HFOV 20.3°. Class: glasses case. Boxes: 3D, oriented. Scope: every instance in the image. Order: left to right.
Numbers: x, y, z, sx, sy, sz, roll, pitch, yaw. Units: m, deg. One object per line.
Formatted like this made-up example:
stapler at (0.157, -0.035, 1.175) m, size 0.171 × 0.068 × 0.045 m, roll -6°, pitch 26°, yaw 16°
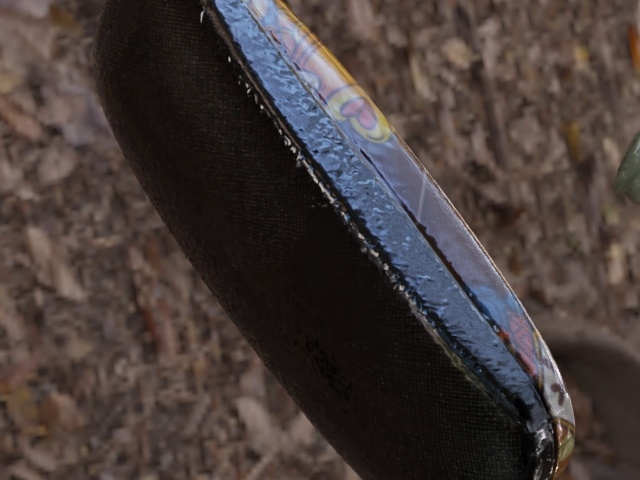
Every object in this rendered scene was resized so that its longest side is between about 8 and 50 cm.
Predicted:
glasses case at (0.000, 0.000, 0.859) m, size 0.082 × 0.122 × 0.321 m, roll -27°, pitch 75°, yaw -41°

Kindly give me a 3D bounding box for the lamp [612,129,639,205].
lamp at (0.292, -0.014, 1.219) m, size 0.193 × 0.106 × 0.106 m, roll 33°, pitch 32°, yaw 7°
